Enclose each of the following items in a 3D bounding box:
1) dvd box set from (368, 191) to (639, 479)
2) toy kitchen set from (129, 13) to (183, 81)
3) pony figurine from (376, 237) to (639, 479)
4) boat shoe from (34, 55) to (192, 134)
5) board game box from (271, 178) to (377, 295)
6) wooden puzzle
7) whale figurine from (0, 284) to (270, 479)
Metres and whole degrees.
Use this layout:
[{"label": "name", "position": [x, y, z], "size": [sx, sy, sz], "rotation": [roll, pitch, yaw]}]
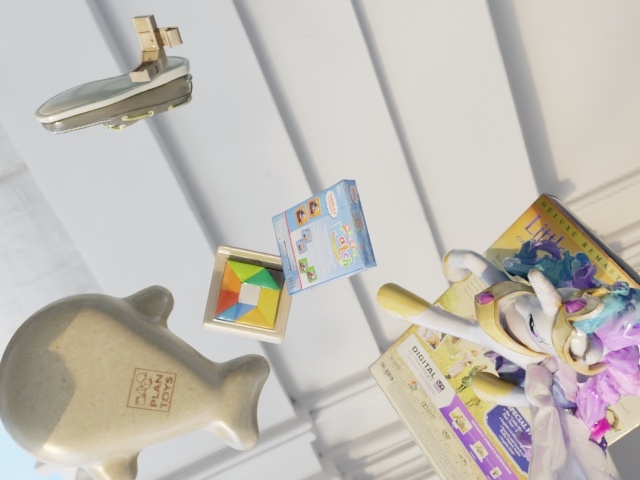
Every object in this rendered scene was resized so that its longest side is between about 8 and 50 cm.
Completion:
[{"label": "dvd box set", "position": [0.289, 0.184, 0.848], "size": [0.062, 0.307, 0.420], "rotation": [4, 132, -49]}, {"label": "toy kitchen set", "position": [-0.267, -0.309, 0.920], "size": [0.068, 0.083, 0.075], "rotation": [1, -143, 16]}, {"label": "pony figurine", "position": [0.253, 0.141, 0.608], "size": [0.303, 0.351, 0.363], "rotation": [-48, -170, -10]}, {"label": "boat shoe", "position": [-0.370, -0.256, 1.076], "size": [0.305, 0.091, 0.109], "rotation": [-32, -132, -31]}, {"label": "board game box", "position": [0.000, 0.000, 1.055], "size": [0.039, 0.160, 0.212], "rotation": [-4, 166, -42]}, {"label": "wooden puzzle", "position": [-0.186, 0.146, 1.530], "size": [0.221, 0.238, 0.044], "rotation": [11, -175, -3]}, {"label": "whale figurine", "position": [-0.198, 0.158, 0.633], "size": [0.272, 0.216, 0.141], "rotation": [11, 166, -14]}]
